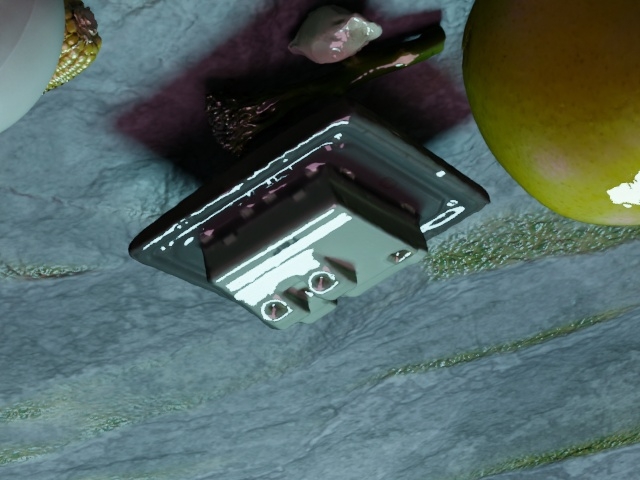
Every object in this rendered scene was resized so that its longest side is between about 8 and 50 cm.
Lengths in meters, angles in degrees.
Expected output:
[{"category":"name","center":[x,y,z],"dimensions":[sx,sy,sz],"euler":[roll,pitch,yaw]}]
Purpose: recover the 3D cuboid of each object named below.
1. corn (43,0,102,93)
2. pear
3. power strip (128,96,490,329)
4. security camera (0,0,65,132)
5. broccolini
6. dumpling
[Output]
[{"category":"corn","center":[-0.263,-0.130,1.319],"dimensions":[0.203,0.072,0.072],"euler":[-25,144,17]},{"category":"pear","center":[0.266,-0.135,1.292],"dimensions":[0.285,0.336,0.285],"euler":[-15,125,-23]},{"category":"power strip","center":[-0.001,0.001,1.492],"dimensions":[0.257,0.092,0.251],"euler":[-31,141,24]},{"category":"security camera","center":[-0.270,-0.172,1.153],"dimensions":[0.194,0.195,0.236],"euler":[-16,148,1]},{"category":"broccolini","center":[0.006,-0.133,1.439],"dimensions":[0.216,0.067,0.058],"euler":[-21,149,-7]},{"category":"dumpling","center":[0.015,-0.166,1.385],"dimensions":[0.057,0.052,0.076],"euler":[27,118,-31]}]
